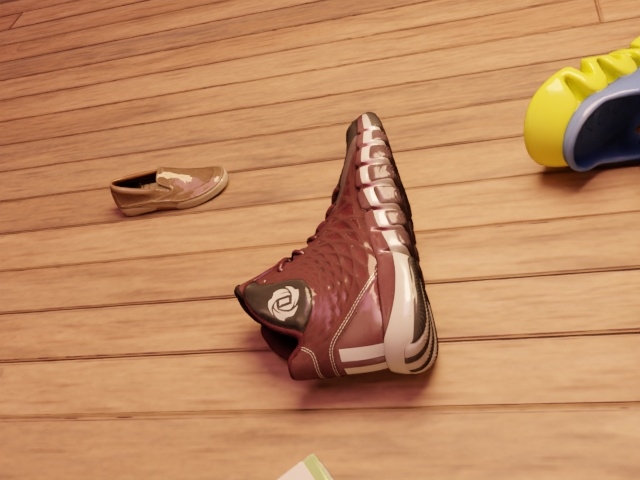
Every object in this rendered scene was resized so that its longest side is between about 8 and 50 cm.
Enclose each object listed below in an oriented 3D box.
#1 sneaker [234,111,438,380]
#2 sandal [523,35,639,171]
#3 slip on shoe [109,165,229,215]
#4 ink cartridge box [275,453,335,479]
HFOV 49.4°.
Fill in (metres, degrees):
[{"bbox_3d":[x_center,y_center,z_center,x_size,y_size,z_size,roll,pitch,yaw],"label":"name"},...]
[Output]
[{"bbox_3d":[0.000,0.000,0.616,0.162,0.106,0.281,-15,44,11],"label":"sneaker"},{"bbox_3d":[0.343,-0.144,0.621,0.317,0.126,0.138,-38,49,-5],"label":"sandal"},{"bbox_3d":[-0.172,-0.064,0.788,0.135,0.041,0.051,-9,45,12],"label":"slip on shoe"},{"bbox_3d":[-0.050,0.264,0.410,0.235,0.056,0.171,-35,45,-10],"label":"ink cartridge box"}]
